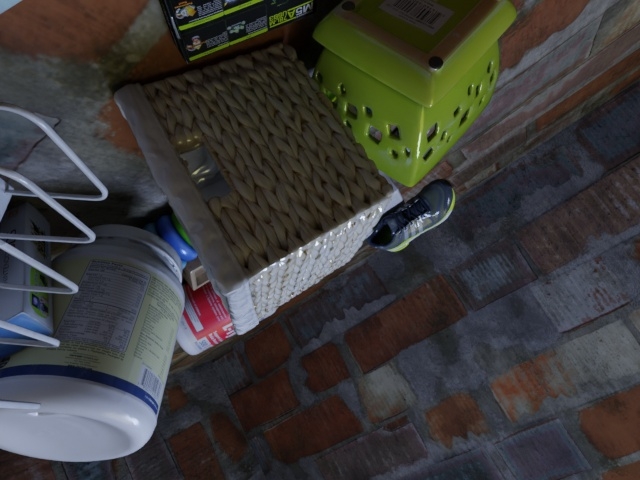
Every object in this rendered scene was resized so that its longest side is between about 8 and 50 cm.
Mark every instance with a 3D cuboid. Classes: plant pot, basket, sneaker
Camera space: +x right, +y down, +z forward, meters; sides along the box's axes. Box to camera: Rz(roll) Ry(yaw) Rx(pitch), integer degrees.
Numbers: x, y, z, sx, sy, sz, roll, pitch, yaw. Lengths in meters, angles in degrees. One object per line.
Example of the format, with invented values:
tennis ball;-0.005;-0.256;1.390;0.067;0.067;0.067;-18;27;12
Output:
plant pot;0.125;-0.256;0.602;0.227;0.228;0.207;-47;164;-14
basket;-0.103;-0.067;0.676;0.267;0.328;0.331;-28;165;-18
sneaker;0.249;-0.057;1.149;0.121;0.111;0.300;-12;151;-46

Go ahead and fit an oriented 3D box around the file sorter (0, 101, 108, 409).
file sorter;-0.362;0.019;0.414;0.173;0.277;0.192;3;156;2

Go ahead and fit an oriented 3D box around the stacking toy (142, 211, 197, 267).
stacking toy;-0.275;-0.030;0.897;0.331;0.141;0.141;-36;166;-2

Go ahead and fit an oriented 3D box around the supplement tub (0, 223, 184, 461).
supplement tub;-0.358;0.154;0.669;0.236;0.324;0.235;-2;135;-2

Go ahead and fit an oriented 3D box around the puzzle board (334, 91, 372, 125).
puzzle board;0.037;-0.243;0.742;0.097;0.128;0.011;-33;174;9

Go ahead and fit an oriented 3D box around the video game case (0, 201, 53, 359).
video game case;-0.517;0.088;0.563;0.270;0.244;0.061;-28;138;-10

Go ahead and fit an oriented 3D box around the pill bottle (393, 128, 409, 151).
pill bottle;0.250;-0.296;1.105;0.067;0.067;0.120;-18;162;-40

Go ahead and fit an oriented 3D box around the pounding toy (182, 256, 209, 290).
pounding toy;-0.279;0.012;1.095;0.206;0.094;0.181;-33;164;-26

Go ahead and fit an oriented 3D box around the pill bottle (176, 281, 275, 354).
pill bottle;-0.293;0.190;1.379;0.408;0.228;0.229;-27;166;-11

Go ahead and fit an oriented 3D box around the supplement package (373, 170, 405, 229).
supplement package;0.124;-0.133;1.196;0.178;0.175;0.293;-35;165;10

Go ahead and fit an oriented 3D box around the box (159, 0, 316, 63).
box;-0.090;-0.305;0.451;0.191;0.045;0.184;-28;168;-11

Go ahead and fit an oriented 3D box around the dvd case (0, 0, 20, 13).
dvd case;-0.262;-0.254;0.345;0.120;0.013;0.087;-31;166;2
